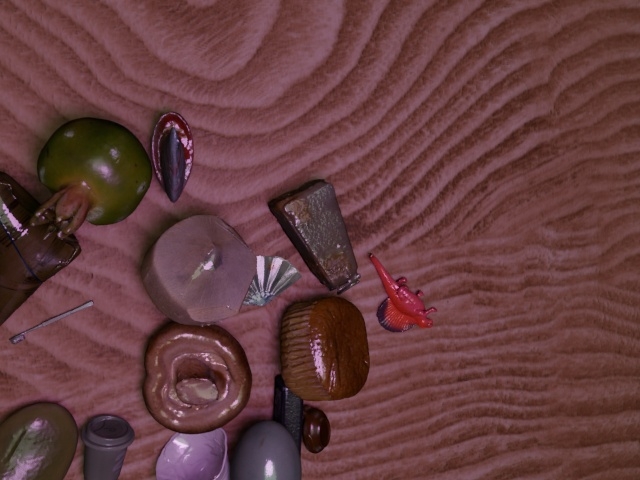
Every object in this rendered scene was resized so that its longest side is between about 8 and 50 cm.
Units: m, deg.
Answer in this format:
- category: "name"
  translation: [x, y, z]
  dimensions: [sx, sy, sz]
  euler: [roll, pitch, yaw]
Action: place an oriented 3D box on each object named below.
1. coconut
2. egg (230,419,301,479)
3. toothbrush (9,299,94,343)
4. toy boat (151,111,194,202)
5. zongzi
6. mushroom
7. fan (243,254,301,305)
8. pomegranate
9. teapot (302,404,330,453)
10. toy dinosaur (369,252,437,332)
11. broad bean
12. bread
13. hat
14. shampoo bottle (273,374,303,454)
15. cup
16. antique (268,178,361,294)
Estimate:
- category: "coconut"
  translation: [-0.264, 0.069, 1.356]
  dimensions: [0.245, 0.247, 0.244]
  euler: [7, 74, -27]
- category: "egg"
  translation: [-0.128, 0.541, 1.425]
  dimensions: [0.168, 0.168, 0.230]
  euler: [1, 86, -19]
- category: "toothbrush"
  translation: [-0.615, 0.185, 1.387]
  dimensions: [0.194, 0.014, 0.017]
  euler: [-28, 103, -14]
- category: "toy boat"
  translation: [-0.316, -0.183, 1.310]
  dimensions: [0.096, 0.282, 0.206]
  euler: [1, 94, -17]
- category: "zongzi"
  translation: [-0.692, 0.027, 1.273]
  dimensions: [0.289, 0.123, 0.260]
  euler: [-43, 123, -8]
- category: "mushroom"
  translation: [-0.299, 0.326, 1.440]
  dimensions: [0.278, 0.146, 0.278]
  euler: [-1, 98, -8]
- category: "fan"
  translation: [-0.164, 0.107, 1.534]
  dimensions: [0.240, 0.009, 0.131]
  euler: [-19, 99, -16]
- category: "pomegranate"
  translation: [-0.486, -0.123, 1.260]
  dimensions: [0.236, 0.301, 0.236]
  euler: [4, 125, 6]
- category: "teapot"
  translation: [-0.023, 0.493, 1.585]
  dimensions: [0.098, 0.078, 0.129]
  euler: [-43, 127, -55]
- category: "toy dinosaur"
  translation: [0.192, 0.165, 1.642]
  dimensions: [0.286, 0.070, 0.139]
  euler: [40, 105, -16]
- category: "broad bean"
  translation: [-0.656, 0.490, 1.350]
  dimensions: [0.189, 0.121, 0.263]
  euler: [38, 81, -22]
- category: "bread"
  translation: [0.012, 0.267, 1.492]
  dimensions: [0.227, 0.142, 0.253]
  euler: [13, 65, -48]
- category: "hat"
  translation: [-0.284, 0.552, 1.465]
  dimensions: [0.203, 0.203, 0.126]
  euler: [-38, 129, -12]
- category: "shampoo bottle"
  translation: [-0.081, 0.435, 1.546]
  dimensions: [0.071, 0.098, 0.309]
  euler: [3, 94, -14]
- category: "cup"
  translation: [-0.504, 0.494, 1.408]
  dimensions: [0.120, 0.120, 0.141]
  euler: [12, 102, -19]
- category: "antique"
  translation: [0.000, 0.000, 1.515]
  dimensions: [0.150, 0.125, 0.284]
  euler: [-29, 104, -13]
